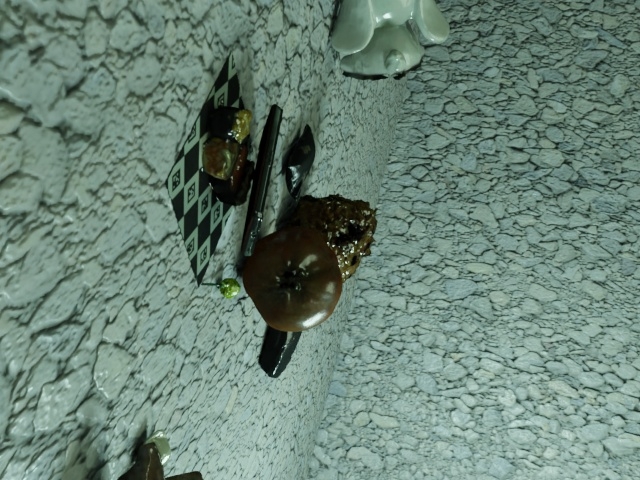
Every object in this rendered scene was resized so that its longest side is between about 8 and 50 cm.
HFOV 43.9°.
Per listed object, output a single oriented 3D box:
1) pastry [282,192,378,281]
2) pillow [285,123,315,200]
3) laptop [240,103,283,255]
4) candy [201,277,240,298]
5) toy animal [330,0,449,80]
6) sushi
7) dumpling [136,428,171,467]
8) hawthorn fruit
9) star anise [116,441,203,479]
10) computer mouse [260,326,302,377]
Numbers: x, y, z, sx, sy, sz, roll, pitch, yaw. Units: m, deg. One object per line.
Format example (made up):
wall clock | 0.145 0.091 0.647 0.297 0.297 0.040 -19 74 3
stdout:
pastry | 0.000 0.000 1.779 0.275 0.193 0.275 -45 164 -17
pillow | -0.042 -0.161 1.638 0.090 0.048 0.150 106 2 -45
laptop | -0.092 -0.095 1.263 0.154 0.026 0.207 118 -19 -61
candy | -0.171 0.078 1.340 0.035 0.035 0.123 -37 165 10
toy animal | 0.133 -0.478 1.724 0.289 0.249 0.174 56 -1 -29
sushi | -0.137 -0.098 1.208 0.290 0.050 0.263 87 20 -60
dumpling | -0.256 0.326 1.202 0.059 0.043 0.077 -12 133 -60
hawthorn fruit | -0.055 0.074 1.546 0.251 0.200 0.199 163 -58 -86
star anise | -0.270 0.425 1.084 0.349 0.109 0.292 -58 166 -35
computer mouse | -0.084 0.223 1.885 0.122 0.074 0.217 -14 120 -79
